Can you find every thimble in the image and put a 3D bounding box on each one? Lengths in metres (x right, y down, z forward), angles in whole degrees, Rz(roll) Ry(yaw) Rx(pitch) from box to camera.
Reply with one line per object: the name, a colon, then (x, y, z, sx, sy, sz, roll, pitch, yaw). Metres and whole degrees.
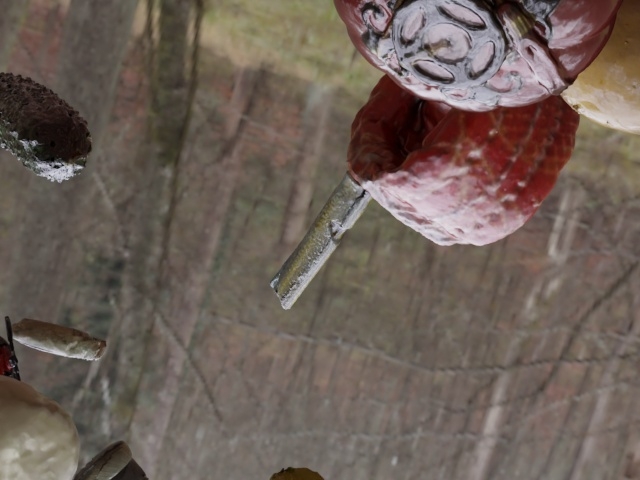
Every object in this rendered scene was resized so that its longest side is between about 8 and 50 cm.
thimble: (0.228, -0.176, 1.851, 0.230, 0.350, 0.350, 36, 178, -26)

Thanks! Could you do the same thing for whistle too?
whistle: (0.001, 0.000, 2.091, 0.057, 0.326, 0.068, -9, -126, -47)

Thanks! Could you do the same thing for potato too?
potato: (0.381, -0.192, 1.306, 0.234, 0.146, 0.150, 15, 165, 6)

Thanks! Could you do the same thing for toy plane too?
toy plane: (-0.409, 0.174, 1.465, 0.060, 0.145, 0.037, -25, 154, 24)

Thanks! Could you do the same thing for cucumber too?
cucumber: (-0.336, -0.135, 1.320, 0.096, 0.096, 0.359, 15, -174, -26)

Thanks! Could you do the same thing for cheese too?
cheese: (-0.375, 0.211, 1.131, 0.251, 0.248, 0.173, 50, 174, 42)

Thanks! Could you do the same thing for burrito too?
burrito: (-0.434, 0.161, 1.870, 0.188, 0.045, 0.058, 9, -173, 22)

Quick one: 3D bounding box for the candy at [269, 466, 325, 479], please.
candy: (-0.040, 0.453, 1.736, 0.094, 0.199, 0.106, -6, -156, -37)

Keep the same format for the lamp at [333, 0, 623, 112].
lamp: (0.157, -0.272, 1.154, 0.303, 0.303, 0.257, 18, -133, 6)

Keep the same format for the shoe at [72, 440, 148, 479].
shoe: (-0.422, 0.528, 2.028, 0.171, 0.336, 0.132, 45, 159, -5)
